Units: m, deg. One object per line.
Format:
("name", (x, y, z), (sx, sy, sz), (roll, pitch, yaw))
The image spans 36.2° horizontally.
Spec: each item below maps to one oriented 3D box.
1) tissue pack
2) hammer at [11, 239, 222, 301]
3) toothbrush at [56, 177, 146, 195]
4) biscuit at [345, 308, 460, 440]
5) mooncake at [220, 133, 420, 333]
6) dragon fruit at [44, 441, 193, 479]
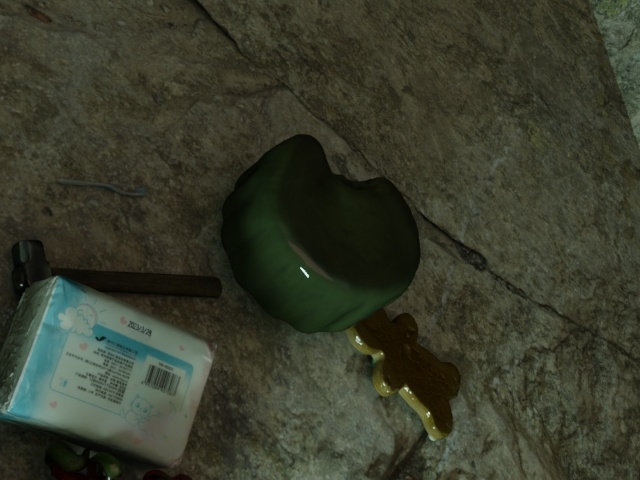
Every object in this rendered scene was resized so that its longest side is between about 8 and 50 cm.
("tissue pack", (-0.298, 0.185, 1.341), (0.271, 0.124, 0.201), (29, 68, -32))
("hammer", (-0.296, 0.067, 1.500), (0.366, 0.043, 0.111), (5, 64, -45))
("toothbrush", (-0.346, -0.084, 1.558), (0.162, 0.014, 0.017), (4, 79, -44))
("biscuit", (0.151, 0.227, 1.848), (0.301, 0.049, 0.196), (44, 39, -18))
("mooncake", (0.000, 0.000, 1.710), (0.351, 0.187, 0.351), (24, 47, -29))
("dragon fruit", (-0.246, 0.390, 1.255), (0.273, 0.218, 0.198), (31, 11, -22))
